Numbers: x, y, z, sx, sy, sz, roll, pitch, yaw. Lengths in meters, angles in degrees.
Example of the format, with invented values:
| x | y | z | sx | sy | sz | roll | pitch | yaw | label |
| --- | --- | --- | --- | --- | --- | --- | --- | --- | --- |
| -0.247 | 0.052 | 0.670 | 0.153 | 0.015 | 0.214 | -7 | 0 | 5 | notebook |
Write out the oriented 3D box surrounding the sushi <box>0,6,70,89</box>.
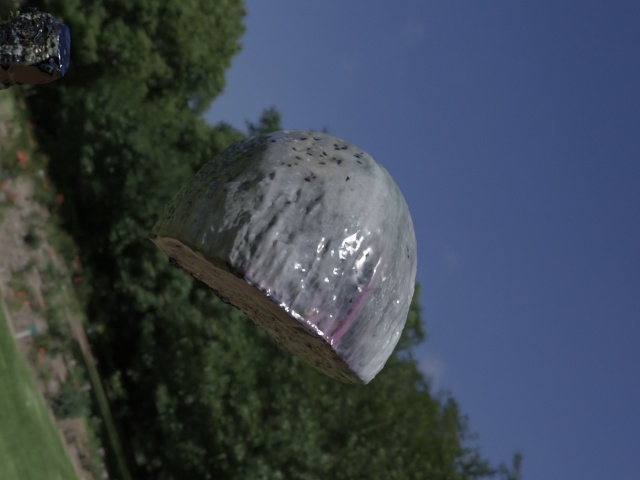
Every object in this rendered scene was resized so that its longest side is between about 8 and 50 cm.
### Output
| x | y | z | sx | sy | sz | roll | pitch | yaw | label |
| --- | --- | --- | --- | --- | --- | --- | --- | --- | --- |
| -0.327 | -0.220 | 1.252 | 0.056 | 0.083 | 0.084 | 77 | 13 | -61 | sushi |

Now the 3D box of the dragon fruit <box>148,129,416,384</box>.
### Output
| x | y | z | sx | sy | sz | roll | pitch | yaw | label |
| --- | --- | --- | --- | --- | --- | --- | --- | --- | --- |
| 0.000 | 0.000 | 1.168 | 0.283 | 0.221 | 0.204 | 42 | -20 | -21 | dragon fruit |
